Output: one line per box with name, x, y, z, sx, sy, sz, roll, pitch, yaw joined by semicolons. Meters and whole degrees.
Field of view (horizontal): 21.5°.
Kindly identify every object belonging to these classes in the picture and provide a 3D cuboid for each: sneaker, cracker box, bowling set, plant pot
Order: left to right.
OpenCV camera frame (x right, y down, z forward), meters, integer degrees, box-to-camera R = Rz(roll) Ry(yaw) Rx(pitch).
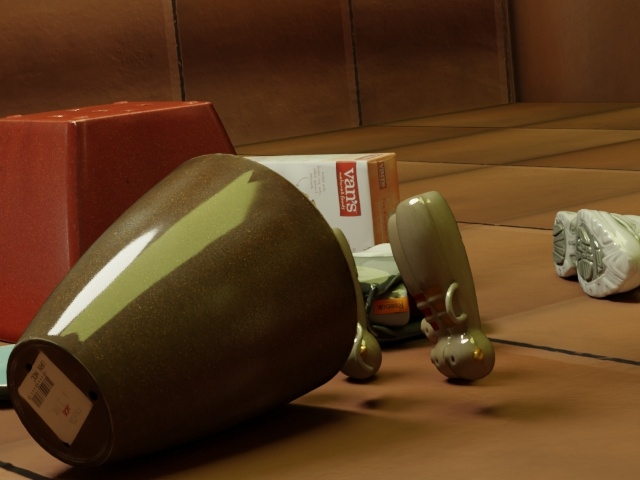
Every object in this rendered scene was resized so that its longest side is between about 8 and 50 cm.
plant pot;-0.226;-0.027;1.831;0.267;0.235;0.267;-11;10;-38
plant pot;-0.124;0.074;1.300;0.215;0.215;0.230;2;24;39
cracker box;-0.021;-0.016;1.895;0.232;0.155;0.067;0;10;33
sneaker;0.017;0.055;1.604;0.272;0.100;0.108;-8;14;-20
bowling set;0.036;0.066;1.439;0.200;0.154;0.287;-18;-4;3
sneaker;0.322;0.005;1.787;0.115;0.090;0.232;-2;9;-4

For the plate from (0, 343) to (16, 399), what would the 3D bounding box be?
plate;-0.266;0.122;1.572;0.188;0.024;0.188;-5;9;1
